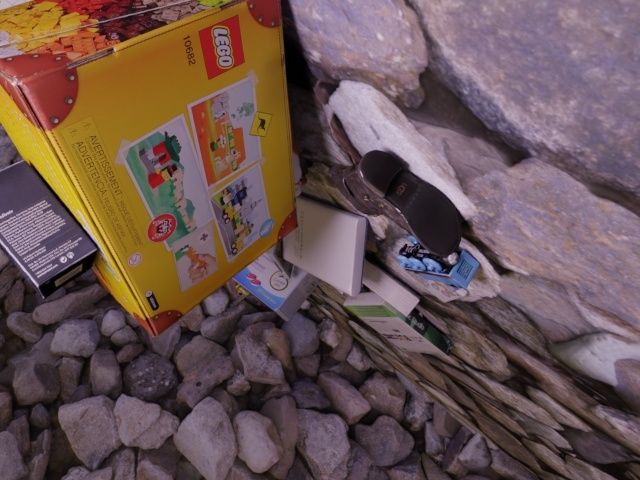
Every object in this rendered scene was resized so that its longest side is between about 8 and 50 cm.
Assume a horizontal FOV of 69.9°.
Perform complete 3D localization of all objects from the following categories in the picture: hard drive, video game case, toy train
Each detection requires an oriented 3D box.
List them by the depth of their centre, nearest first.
[{"bbox_3d":[0.241,0.045,0.974,0.105,0.080,0.184,38,167,-19],"label":"toy train"},{"bbox_3d":[0.277,0.096,1.153,0.157,0.019,0.143,38,166,5],"label":"video game case"},{"bbox_3d":[0.000,0.000,1.274,0.319,0.040,0.210,24,117,47],"label":"hard drive"},{"bbox_3d":[-0.112,-0.009,1.468,0.023,0.212,0.193,3,154,15],"label":"video game case"}]

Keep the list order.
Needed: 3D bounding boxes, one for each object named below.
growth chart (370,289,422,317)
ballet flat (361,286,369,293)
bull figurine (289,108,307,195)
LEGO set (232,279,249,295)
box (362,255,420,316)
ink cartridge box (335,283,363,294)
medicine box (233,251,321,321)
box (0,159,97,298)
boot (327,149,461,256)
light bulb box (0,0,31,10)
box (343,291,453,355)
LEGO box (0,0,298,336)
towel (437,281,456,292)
[{"bbox_3d":[0.257,0.217,1.579,0.237,0.021,0.172,34,164,22],"label":"growth chart"},{"bbox_3d":[0.119,0.166,1.635,0.072,0.068,0.213,38,173,35],"label":"ballet flat"},{"bbox_3d":[-0.118,-0.218,0.997,0.189,0.101,0.310,35,154,19],"label":"bull figurine"},{"bbox_3d":[-0.308,0.067,2.033,0.192,0.331,0.255,45,-175,-15],"label":"LEGO set"},{"bbox_3d":[0.147,0.098,1.364,0.324,0.067,0.063,36,-168,11],"label":"box"},{"bbox_3d":[0.064,0.078,1.463,0.189,0.066,0.232,40,-155,21],"label":"ink cartridge box"},{"bbox_3d":[-0.142,0.093,1.659,0.264,0.289,0.149,33,167,25],"label":"medicine box"},{"bbox_3d":[-0.421,-0.009,0.674,0.158,0.093,0.156,53,150,-8],"label":"box"},{"bbox_3d":[0.136,-0.072,0.898,0.263,0.091,0.229,45,171,-6],"label":"boot"},{"bbox_3d":[-0.512,-0.412,0.897,0.358,0.361,0.225,36,165,15],"label":"light bulb box"},{"bbox_3d":[0.262,0.285,1.564,0.322,0.058,0.232,38,155,-21],"label":"box"},{"bbox_3d":[-0.240,-0.137,0.755,0.193,0.373,0.499,33,146,27],"label":"LEGO box"},{"bbox_3d":[0.298,0.089,1.053,0.060,0.009,0.083,38,149,4],"label":"towel"}]
